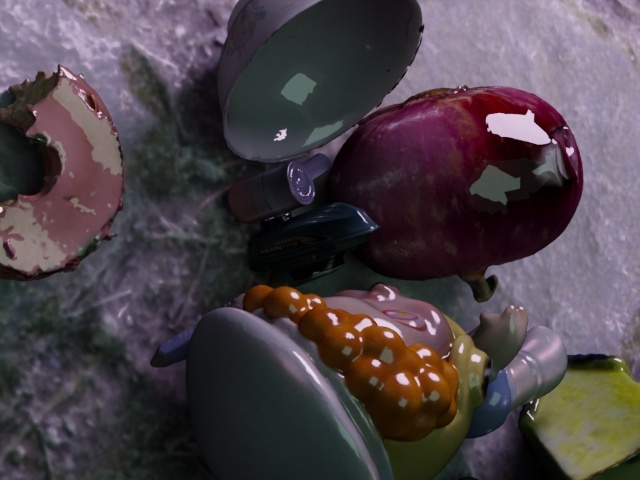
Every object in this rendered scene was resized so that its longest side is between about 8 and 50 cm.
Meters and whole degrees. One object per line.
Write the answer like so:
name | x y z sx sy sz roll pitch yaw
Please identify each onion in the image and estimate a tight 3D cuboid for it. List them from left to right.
onion | 0.122 -0.049 1.285 0.207 0.201 0.200 13 80 -29

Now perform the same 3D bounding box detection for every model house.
model house | 0.288 0.200 1.382 0.170 0.211 0.194 -33 115 -3

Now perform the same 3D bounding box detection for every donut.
donut | -0.197 -0.036 1.115 0.117 0.065 0.166 40 67 -26

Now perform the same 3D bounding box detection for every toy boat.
toy boat | 0.000 0.000 1.212 0.055 0.141 0.060 -20 92 -35

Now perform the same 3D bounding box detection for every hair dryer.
hair dryer | -0.022 -0.050 1.260 0.114 0.063 0.037 -35 105 -56

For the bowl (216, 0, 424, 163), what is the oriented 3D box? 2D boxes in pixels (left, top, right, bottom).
bowl | -0.018 -0.156 1.222 0.189 0.189 0.086 -16 57 -36

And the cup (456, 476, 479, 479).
cup | 0.152 0.286 1.330 0.138 0.113 0.150 -23 103 -37

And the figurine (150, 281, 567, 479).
figurine | 0.073 0.132 1.212 0.382 0.225 0.205 -1 102 -38
